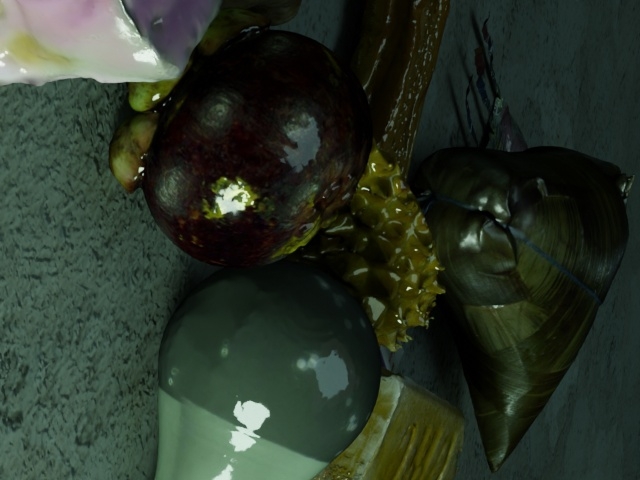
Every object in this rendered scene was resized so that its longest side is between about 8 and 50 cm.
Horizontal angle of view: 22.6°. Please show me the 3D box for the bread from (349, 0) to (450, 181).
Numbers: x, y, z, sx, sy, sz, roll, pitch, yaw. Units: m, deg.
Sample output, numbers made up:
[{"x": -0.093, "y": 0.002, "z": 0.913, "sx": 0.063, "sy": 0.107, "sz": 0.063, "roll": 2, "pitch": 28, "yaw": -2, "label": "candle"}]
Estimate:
[{"x": 0.073, "y": -0.179, "z": 1.636, "sx": 0.139, "sy": 0.077, "sz": 0.271, "roll": 36, "pitch": 64, "yaw": -68, "label": "bread"}]

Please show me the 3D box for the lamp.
[{"x": -0.084, "y": 0.156, "z": 1.314, "sx": 0.314, "sy": 0.182, "sz": 0.182, "roll": -50, "pitch": 156, "yaw": 5, "label": "lamp"}]

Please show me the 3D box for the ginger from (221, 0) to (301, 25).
[{"x": -0.042, "y": -0.226, "z": 1.305, "sx": 0.074, "sy": 0.137, "sz": 0.213, "roll": 62, "pitch": 19, "yaw": 13, "label": "ginger"}]

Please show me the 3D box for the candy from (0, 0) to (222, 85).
[{"x": -0.175, "y": -0.168, "z": 0.833, "sx": 0.116, "sy": 0.265, "sz": 0.155, "roll": 78, "pitch": 29, "yaw": -42, "label": "candy"}]

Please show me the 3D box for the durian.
[{"x": 0.000, "y": -0.001, "z": 1.399, "sx": 0.112, "sy": 0.191, "sz": 0.341, "roll": -45, "pitch": 139, "yaw": -33, "label": "durian"}]

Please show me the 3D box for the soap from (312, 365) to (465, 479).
[{"x": 0.072, "y": 0.225, "z": 1.700, "sx": 0.160, "sy": 0.080, "sz": 0.257, "roll": -65, "pitch": 153, "yaw": -5, "label": "soap"}]

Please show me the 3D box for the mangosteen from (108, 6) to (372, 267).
[{"x": -0.071, "y": -0.089, "z": 1.219, "sx": 0.192, "sy": 0.217, "sz": 0.192, "roll": -46, "pitch": 170, "yaw": -10, "label": "mangosteen"}]

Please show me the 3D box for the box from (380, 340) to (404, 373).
[{"x": 0.057, "y": 0.102, "z": 1.720, "sx": 0.117, "sy": 0.036, "sz": 0.051, "roll": 73, "pitch": 32, "yaw": -45, "label": "box"}]

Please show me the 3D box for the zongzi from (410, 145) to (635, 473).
[{"x": 0.194, "y": 0.099, "z": 1.878, "sx": 0.403, "sy": 0.208, "sz": 0.432, "roll": -2, "pitch": 110, "yaw": -61, "label": "zongzi"}]

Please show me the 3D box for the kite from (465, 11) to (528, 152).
[{"x": 0.225, "y": -0.136, "z": 2.071, "sx": 0.360, "sy": 0.022, "sz": 0.204, "roll": 73, "pitch": 32, "yaw": -49, "label": "kite"}]
